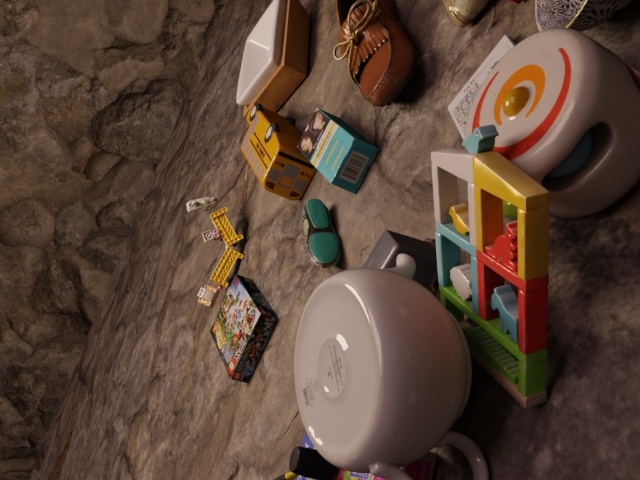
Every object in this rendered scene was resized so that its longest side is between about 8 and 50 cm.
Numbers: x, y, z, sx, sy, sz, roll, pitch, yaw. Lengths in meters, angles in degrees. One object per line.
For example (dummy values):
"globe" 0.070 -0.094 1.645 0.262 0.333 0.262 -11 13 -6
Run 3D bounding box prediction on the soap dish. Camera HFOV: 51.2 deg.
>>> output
"soap dish" -0.124 -0.498 1.824 0.229 0.118 0.290 -40 38 46

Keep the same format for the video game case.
"video game case" 0.255 -0.207 0.982 0.143 0.019 0.157 -52 31 32

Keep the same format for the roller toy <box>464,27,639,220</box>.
"roller toy" 0.266 -0.135 0.759 0.191 0.146 0.209 -5 66 62

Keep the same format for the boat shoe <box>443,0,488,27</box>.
"boat shoe" 0.215 -0.490 1.153 0.089 0.105 0.285 121 146 -47

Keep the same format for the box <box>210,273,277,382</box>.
"box" -0.177 0.191 1.498 0.159 0.044 0.233 -65 26 8

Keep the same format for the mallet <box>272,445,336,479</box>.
"mallet" -0.051 0.343 0.980 0.190 0.062 0.039 -39 34 46

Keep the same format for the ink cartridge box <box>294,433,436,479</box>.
"ink cartridge box" 0.031 0.376 0.940 0.311 0.065 0.185 -21 52 59

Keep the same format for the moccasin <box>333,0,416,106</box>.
"moccasin" 0.091 -0.394 1.292 0.139 0.147 0.380 -46 34 40

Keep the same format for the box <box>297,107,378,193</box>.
"box" 0.029 -0.188 1.359 0.100 0.060 0.244 -62 27 14

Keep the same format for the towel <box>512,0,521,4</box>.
"towel" 0.218 -0.482 1.067 0.031 0.199 0.274 112 162 -49

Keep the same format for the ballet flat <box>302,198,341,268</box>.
"ballet flat" 0.000 0.000 1.292 0.070 0.070 0.188 -50 30 34

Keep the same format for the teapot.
"teapot" 0.095 0.157 0.805 0.252 0.187 0.256 21 103 62

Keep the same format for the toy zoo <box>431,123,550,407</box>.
"toy zoo" 0.187 0.015 0.752 0.192 0.030 0.293 -133 31 -61

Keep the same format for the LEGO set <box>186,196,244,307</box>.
"LEGO set" -0.267 0.030 1.731 0.107 0.132 0.287 147 116 -75

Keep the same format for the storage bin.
"storage bin" 0.114 0.055 0.978 0.135 0.091 0.098 -61 27 18

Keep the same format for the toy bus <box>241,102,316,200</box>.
"toy bus" -0.108 -0.222 1.601 0.130 0.108 0.332 -63 27 16

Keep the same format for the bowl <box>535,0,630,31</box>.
"bowl" 0.338 -0.327 0.816 0.170 0.080 0.170 -171 90 -81
